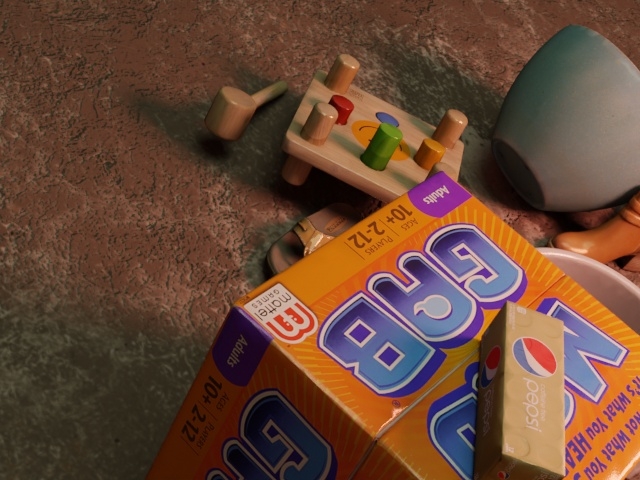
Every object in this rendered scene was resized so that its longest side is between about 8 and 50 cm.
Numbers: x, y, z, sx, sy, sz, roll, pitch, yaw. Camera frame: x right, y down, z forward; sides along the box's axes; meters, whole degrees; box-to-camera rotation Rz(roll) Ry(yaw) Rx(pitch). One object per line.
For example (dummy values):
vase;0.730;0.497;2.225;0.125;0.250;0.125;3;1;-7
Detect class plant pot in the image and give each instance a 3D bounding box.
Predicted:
plant pot;0.379;-0.156;1.955;0.195;0.290;0.290;-34;65;-8

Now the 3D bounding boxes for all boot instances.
boot;0.450;-0.024;1.915;0.197;0.152;0.073;2;48;-27

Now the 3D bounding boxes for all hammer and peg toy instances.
hammer and peg toy;0.035;-0.165;1.825;0.361;0.127;0.266;27;31;-3

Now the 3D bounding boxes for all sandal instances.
sandal;0.000;0.000;1.717;0.090;0.060;0.219;37;42;11

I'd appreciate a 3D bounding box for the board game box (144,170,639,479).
board game box;0.089;0.217;1.317;0.356;0.356;0.356;42;43;15

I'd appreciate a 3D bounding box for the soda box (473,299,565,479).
soda box;0.176;0.143;1.124;0.061;0.058;0.181;21;42;-9

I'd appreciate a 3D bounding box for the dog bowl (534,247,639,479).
dog bowl;0.340;0.153;1.715;0.349;0.102;0.349;15;43;-15
